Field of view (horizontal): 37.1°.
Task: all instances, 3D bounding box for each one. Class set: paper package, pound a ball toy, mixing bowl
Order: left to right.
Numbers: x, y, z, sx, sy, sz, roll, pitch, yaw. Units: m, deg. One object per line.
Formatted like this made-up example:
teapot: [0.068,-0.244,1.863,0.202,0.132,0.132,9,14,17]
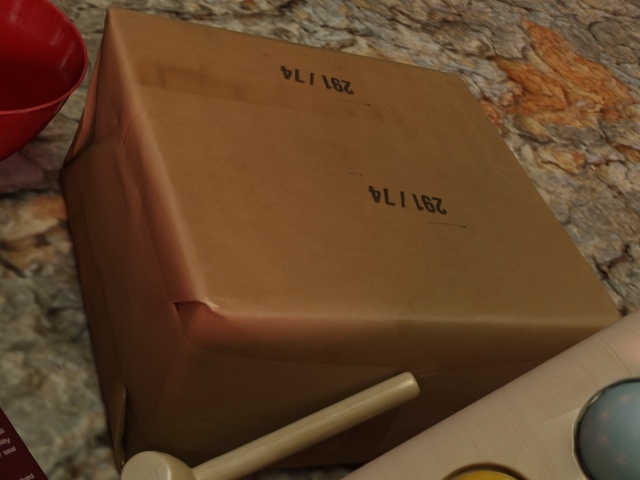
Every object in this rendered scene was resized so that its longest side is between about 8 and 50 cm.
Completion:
mixing bowl: [-0.275,-0.119,0.716,0.181,0.098,0.181,17,40,-15]
paper package: [0.000,0.000,0.706,0.324,0.168,0.309,3,44,-29]
pound a ball toy: [0.050,0.130,0.479,0.319,0.136,0.208,-29,57,3]

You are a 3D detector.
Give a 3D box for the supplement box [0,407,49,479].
supplement box: [-0.203,0.124,0.468,0.073,0.130,0.239,-20,60,-45]
